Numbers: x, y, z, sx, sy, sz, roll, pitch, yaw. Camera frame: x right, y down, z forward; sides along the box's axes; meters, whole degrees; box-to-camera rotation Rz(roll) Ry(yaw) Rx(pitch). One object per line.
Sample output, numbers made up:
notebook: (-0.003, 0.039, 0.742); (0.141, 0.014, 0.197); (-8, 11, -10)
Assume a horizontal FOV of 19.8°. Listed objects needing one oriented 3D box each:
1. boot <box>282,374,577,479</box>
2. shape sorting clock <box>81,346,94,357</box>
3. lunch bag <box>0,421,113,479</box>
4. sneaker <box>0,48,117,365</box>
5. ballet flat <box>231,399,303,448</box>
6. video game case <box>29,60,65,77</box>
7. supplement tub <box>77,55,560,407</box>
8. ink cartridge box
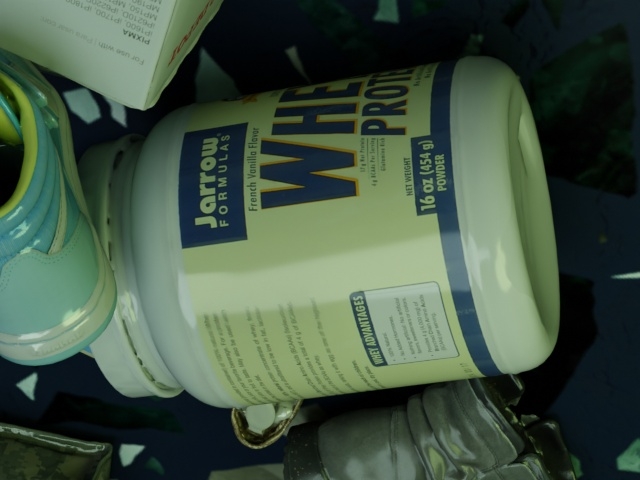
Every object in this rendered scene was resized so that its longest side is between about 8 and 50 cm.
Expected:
boot: (0.133, 0.265, 1.611); (0.222, 0.118, 0.338); (-20, 121, 20)
shape sorting clock: (-0.149, 0.023, 1.533); (0.206, 0.040, 0.206); (-2, 120, -4)
lunch bag: (-0.352, 0.290, 1.718); (0.287, 0.169, 0.235); (10, 126, 2)
sneaker: (-0.240, -0.089, 1.245); (0.127, 0.319, 0.208); (-27, 145, -7)
ballet flat: (-0.030, 0.101, 1.561); (0.073, 0.067, 0.206); (17, 127, 4)
video game case: (-0.276, -0.205, 1.359); (0.183, 0.023, 0.201); (16, 151, 34)
supplement tub: (0.000, 0.000, 1.364); (0.325, 0.235, 0.235); (-9, 122, 14)
ink cartridge box: (-0.098, -0.275, 1.215); (0.131, 0.226, 0.306); (25, 127, 1)
